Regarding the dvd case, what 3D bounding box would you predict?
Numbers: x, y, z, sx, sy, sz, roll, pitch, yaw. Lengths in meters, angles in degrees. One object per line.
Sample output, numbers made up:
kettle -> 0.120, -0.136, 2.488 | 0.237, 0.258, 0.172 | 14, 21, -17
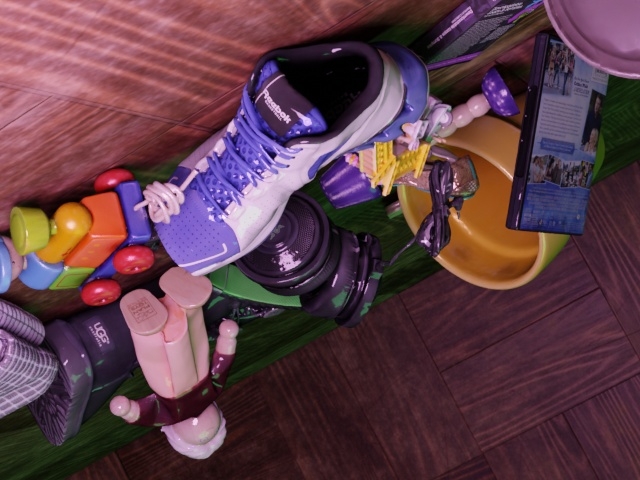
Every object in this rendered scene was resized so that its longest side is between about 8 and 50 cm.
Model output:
dvd case -> 0.314, -0.134, 1.797 | 0.022, 0.253, 0.180 | 12, -174, 39

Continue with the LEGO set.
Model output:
LEGO set -> 0.053, -0.136, 1.596 | 0.132, 0.107, 0.287 | -64, 159, 7

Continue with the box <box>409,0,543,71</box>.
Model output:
box -> 0.173, -0.236, 1.488 | 0.116, 0.029, 0.162 | -20, 169, -44

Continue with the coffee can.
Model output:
coffee can -> 0.357, -0.260, 1.340 | 0.201, 0.201, 0.275 | -33, 170, 29

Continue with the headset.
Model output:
headset -> 0.000, 0.000, 1.791 | 0.394, 0.185, 0.243 | -7, 155, 38

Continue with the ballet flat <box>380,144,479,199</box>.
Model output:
ballet flat -> 0.124, -0.104, 1.878 | 0.206, 0.067, 0.073 | 8, -156, 30

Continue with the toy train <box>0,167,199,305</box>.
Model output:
toy train -> -0.235, -0.017, 1.339 | 0.143, 0.105, 0.248 | -5, 159, -34

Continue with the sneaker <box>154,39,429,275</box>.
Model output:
sneaker -> -0.051, -0.104, 1.337 | 0.315, 0.127, 0.182 | -36, 166, 11

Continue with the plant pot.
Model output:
plant pot -> 0.279, -0.096, 1.981 | 0.239, 0.254, 0.254 | -41, 180, -33

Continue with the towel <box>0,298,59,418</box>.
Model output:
towel -> -0.468, 0.178, 1.638 | 0.283, 0.121, 0.235 | -27, 170, -1

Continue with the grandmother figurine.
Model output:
grandmother figurine -> -0.194, 0.191, 1.894 | 0.208, 0.104, 0.342 | -24, 141, -12

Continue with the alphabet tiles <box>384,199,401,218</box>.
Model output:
alphabet tiles -> 0.238, -0.113, 2.353 | 0.284, 0.021, 0.278 | -28, 176, 4

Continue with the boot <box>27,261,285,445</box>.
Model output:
boot -> -0.224, 0.129, 2.080 | 0.445, 0.146, 0.367 | -28, 174, -27

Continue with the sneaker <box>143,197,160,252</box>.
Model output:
sneaker -> -0.210, -0.009, 1.584 | 0.170, 0.051, 0.089 | -27, 172, 29

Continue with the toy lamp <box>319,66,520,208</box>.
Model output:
toy lamp -> 0.126, -0.128, 1.803 | 0.274, 0.080, 0.080 | -29, 171, 8
